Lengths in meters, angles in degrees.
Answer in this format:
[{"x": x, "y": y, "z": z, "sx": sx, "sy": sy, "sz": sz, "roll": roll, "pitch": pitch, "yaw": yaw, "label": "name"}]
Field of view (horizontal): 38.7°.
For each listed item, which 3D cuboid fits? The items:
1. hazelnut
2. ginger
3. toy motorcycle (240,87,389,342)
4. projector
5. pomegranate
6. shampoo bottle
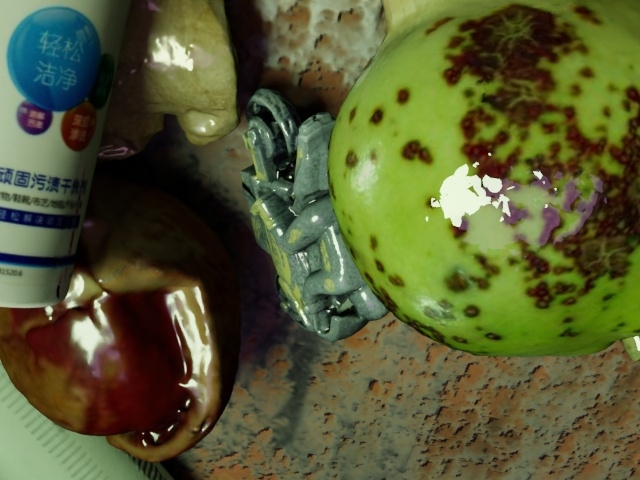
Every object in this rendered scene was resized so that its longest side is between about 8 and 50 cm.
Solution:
[{"x": -0.145, "y": 0.042, "z": 0.594, "sx": 0.202, "sy": 0.160, "sz": 0.170, "roll": 27, "pitch": 119, "yaw": -18, "label": "hazelnut"}, {"x": -0.152, "y": -0.111, "z": 0.546, "sx": 0.213, "sy": 0.074, "sz": 0.137, "roll": 1, "pitch": 105, "yaw": 4, "label": "ginger"}, {"x": 0.000, "y": 0.000, "z": 0.574, "sx": 0.061, "sy": 0.124, "sz": 0.193, "roll": -29, "pitch": 133, "yaw": -25, "label": "toy motorcycle"}, {"x": -0.204, "y": 0.164, "z": 0.718, "sx": 0.108, "sy": 0.108, "sz": 0.337, "roll": -21, "pitch": 118, "yaw": 21, "label": "projector"}, {"x": 0.110, "y": -0.078, "z": 0.450, "sx": 0.204, "sy": 0.222, "sz": 0.276, "roll": 11, "pitch": 110, "yaw": 26, "label": "pomegranate"}, {"x": -0.140, "y": -0.122, "z": 0.457, "sx": 0.092, "sy": 0.092, "sz": 0.303, "roll": 15, "pitch": 95, "yaw": -1, "label": "shampoo bottle"}]
